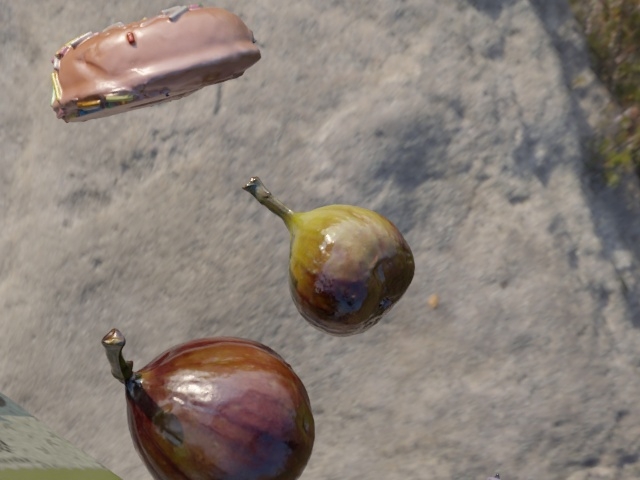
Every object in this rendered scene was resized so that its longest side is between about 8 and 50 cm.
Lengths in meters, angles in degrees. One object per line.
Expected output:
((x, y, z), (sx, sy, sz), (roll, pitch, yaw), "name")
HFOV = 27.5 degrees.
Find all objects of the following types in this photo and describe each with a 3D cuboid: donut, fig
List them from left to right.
((-0.186, -0.180, 1.350), (0.199, 0.233, 0.085), (-18, 96, -28), "donut")
((-0.134, 0.177, 1.354), (0.249, 0.204, 0.186), (22, 111, -15), "fig")
((0.011, -0.001, 1.542), (0.160, 0.143, 0.230), (-23, 83, -38), "fig")

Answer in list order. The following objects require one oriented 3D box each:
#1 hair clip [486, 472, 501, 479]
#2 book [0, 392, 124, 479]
((0.261, 0.296, 1.224), (0.090, 0.278, 0.137), (-36, 126, -46), "hair clip")
((-0.224, 0.177, 0.947), (0.352, 0.239, 0.035), (27, 96, 27), "book")
